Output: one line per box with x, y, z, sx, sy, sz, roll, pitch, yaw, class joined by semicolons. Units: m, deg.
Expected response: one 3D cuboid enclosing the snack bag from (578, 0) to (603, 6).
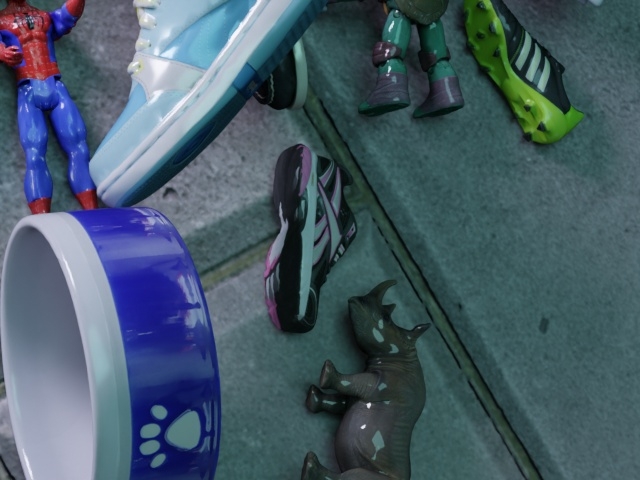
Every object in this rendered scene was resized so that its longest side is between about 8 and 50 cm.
0.225;-0.455;1.720;0.323;0.037;0.342;35;67;-15;snack bag

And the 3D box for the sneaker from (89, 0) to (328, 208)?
-0.139;-0.198;1.475;0.208;0.127;0.319;39;83;2;sneaker

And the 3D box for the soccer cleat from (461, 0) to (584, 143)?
0.204;-0.183;1.728;0.072;0.060;0.179;-30;92;-35;soccer cleat

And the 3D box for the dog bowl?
-0.176;0.105;1.381;0.104;0.265;0.265;-7;76;-25;dog bowl

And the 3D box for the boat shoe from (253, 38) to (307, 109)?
-0.122;-0.262;1.591;0.113;0.127;0.340;-19;80;-23;boat shoe

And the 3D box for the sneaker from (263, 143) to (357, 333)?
0.000;0.000;1.589;0.077;0.072;0.178;13;75;-27;sneaker

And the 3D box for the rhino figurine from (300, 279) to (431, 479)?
0.044;0.148;1.555;0.106;0.073;0.243;17;67;-11;rhino figurine

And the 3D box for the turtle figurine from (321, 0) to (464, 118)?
0.076;-0.241;1.669;0.175;0.118;0.234;-4;81;-21;turtle figurine

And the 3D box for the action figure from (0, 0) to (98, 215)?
-0.237;-0.133;1.508;0.091;0.139;0.280;-11;76;-24;action figure
